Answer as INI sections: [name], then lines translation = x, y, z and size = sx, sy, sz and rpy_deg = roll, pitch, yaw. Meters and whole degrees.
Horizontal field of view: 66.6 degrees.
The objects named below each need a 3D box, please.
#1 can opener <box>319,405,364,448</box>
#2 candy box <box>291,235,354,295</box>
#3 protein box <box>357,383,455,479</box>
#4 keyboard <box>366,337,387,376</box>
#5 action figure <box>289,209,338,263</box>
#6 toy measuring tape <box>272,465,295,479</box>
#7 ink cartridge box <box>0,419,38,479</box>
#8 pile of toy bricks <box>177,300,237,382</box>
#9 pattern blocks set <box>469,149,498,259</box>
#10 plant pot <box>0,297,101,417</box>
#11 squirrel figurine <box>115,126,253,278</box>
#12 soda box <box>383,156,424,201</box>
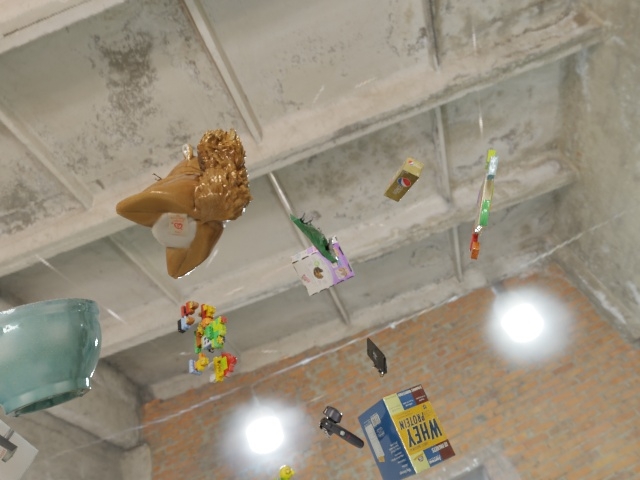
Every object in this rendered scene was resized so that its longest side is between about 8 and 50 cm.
[can opener]
translation = 0.064, 0.534, 1.357
size = 0.073, 0.059, 0.186
rpy_deg = -49, -62, -10
[candy box]
translation = 0.009, 0.099, 1.882
size = 0.196, 0.070, 0.165
rpy_deg = -25, -66, 6
[protein box]
translation = 0.233, 0.548, 1.372
size = 0.135, 0.201, 0.200
rpy_deg = -10, -30, -27
[keyboard]
translation = 0.222, 0.443, 1.845
size = 0.038, 0.192, 0.100
rpy_deg = -3, -79, -12
[action figure]
translation = 0.000, 0.000, 1.571
size = 0.063, 0.137, 0.232
rpy_deg = -43, -47, -9
[toy measuring tape]
translation = -0.092, 0.812, 1.389
size = 0.121, 0.330, 0.122
rpy_deg = -2, -42, -1
[ink cartridge box]
translation = -0.729, 0.415, 1.011
size = 0.158, 0.092, 0.218
rpy_deg = 0, -50, 21
[pile of toy bricks]
translation = -0.264, 0.224, 1.181
size = 0.105, 0.212, 0.118
rpy_deg = -35, -40, 20
[pattern blocks set]
translation = 0.427, -0.093, 1.271
size = 0.325, 0.026, 0.286
rpy_deg = -6, -75, -75
[plant pot]
translation = -0.640, 0.279, 1.117
size = 0.292, 0.197, 0.293
rpy_deg = -21, -16, -6
[squirrel figurine]
translation = -0.361, -0.155, 1.478
size = 0.396, 0.371, 0.281
rpy_deg = -29, -62, 17
[soda box]
translation = 0.278, -0.203, 1.644
size = 0.061, 0.058, 0.181
rpy_deg = 25, -26, -4
